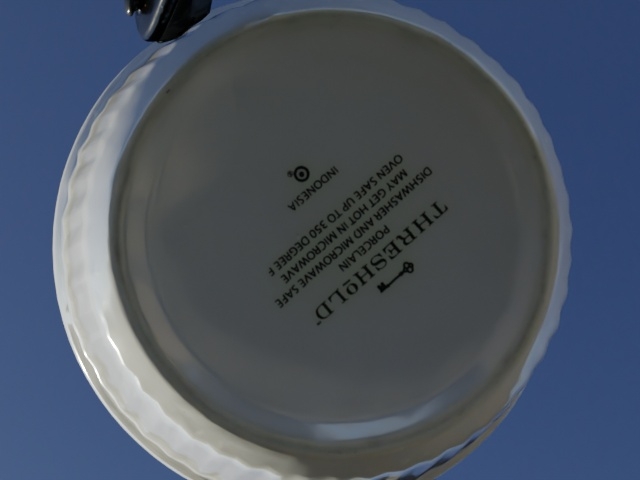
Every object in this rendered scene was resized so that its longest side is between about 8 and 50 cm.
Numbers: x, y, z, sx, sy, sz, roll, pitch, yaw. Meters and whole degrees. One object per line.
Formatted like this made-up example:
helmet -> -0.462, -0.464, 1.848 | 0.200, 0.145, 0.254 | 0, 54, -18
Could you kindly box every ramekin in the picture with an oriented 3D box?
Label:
ramekin -> 0.000, 0.000, 0.840 | 0.272, 0.127, 0.273 | 1, -96, -7

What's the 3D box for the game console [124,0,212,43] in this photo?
game console -> -0.075, -0.272, 0.758 | 0.044, 0.361, 0.213 | -3, -19, -9
